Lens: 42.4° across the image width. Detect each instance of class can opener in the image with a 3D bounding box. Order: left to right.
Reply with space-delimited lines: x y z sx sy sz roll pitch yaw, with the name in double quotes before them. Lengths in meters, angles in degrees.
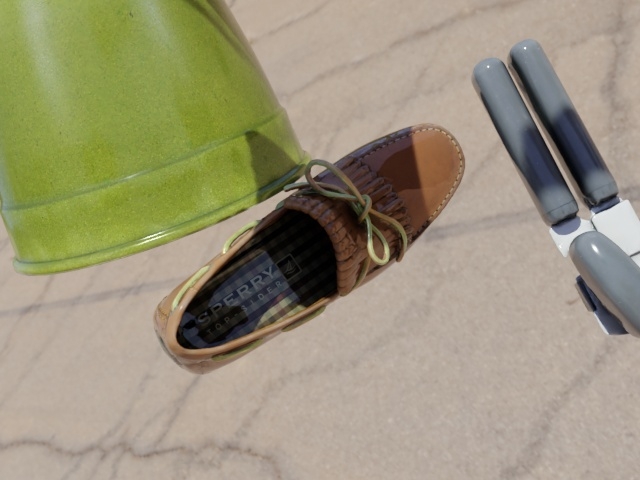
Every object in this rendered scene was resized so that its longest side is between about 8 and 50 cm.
"can opener" 0.225 -0.048 0.717 0.076 0.283 0.095 -26 -6 1

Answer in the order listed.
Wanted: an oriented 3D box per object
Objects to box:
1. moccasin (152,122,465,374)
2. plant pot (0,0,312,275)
"moccasin" -0.002 -0.003 0.845 0.380 0.139 0.147 -29 1 -16
"plant pot" -0.238 -0.195 0.930 0.367 0.352 0.366 -18 15 5
